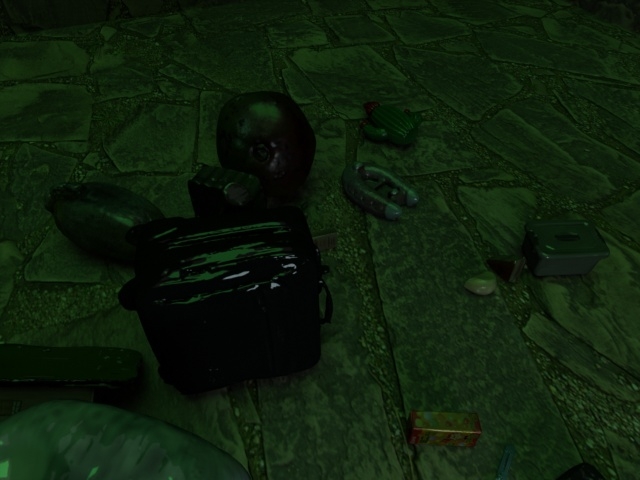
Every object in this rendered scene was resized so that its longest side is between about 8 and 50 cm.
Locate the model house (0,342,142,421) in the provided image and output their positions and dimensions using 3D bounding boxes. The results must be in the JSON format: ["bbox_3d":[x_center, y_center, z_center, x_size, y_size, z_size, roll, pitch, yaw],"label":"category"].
[{"bbox_3d":[-0.483,0.285,0.817,0.294,0.154,0.207,6,0,-17],"label":"model house"}]

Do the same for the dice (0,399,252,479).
[{"bbox_3d":[-0.281,0.420,0.544,0.330,0.328,0.348,10,47,10],"label":"dice"}]

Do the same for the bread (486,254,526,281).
[{"bbox_3d":[0.447,0.066,1.086,0.043,0.109,0.062,-23,94,-16],"label":"bread"}]

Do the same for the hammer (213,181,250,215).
[{"bbox_3d":[-0.208,-0.036,0.953,0.168,0.440,0.044,8,77,-16],"label":"hammer"}]

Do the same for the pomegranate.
[{"bbox_3d":[-0.163,-0.277,1.265,0.291,0.291,0.323,-15,37,-15],"label":"pomegranate"}]

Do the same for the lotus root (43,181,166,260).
[{"bbox_3d":[-0.494,-0.041,1.113,0.349,0.175,0.175,22,50,14],"label":"lotus root"}]

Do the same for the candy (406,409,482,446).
[{"bbox_3d":[0.218,0.334,0.816,0.122,0.062,0.038,2,44,2],"label":"candy"}]

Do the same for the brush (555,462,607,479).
[{"bbox_3d":[0.440,0.456,0.701,0.123,0.059,0.197,-25,51,-20],"label":"brush"}]

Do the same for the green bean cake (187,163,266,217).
[{"bbox_3d":[-0.225,-0.093,1.151,0.181,0.173,0.094,14,48,16],"label":"green bean cake"}]

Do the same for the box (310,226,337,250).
[{"bbox_3d":[0.000,0.000,1.144,0.083,0.053,0.024,-10,46,-12],"label":"box"}]

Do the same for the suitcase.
[{"bbox_3d":[-0.148,0.113,0.833,0.339,0.345,0.188,-10,43,-8],"label":"suitcase"}]

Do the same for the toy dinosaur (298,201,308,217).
[{"bbox_3d":[-0.083,-0.072,1.238,0.120,0.029,0.060,-20,34,-12],"label":"toy dinosaur"}]

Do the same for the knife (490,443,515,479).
[{"bbox_3d":[0.318,0.394,0.794,0.027,0.010,0.096,25,50,21],"label":"knife"}]

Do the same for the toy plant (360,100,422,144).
[{"bbox_3d":[0.213,-0.384,1.497,0.240,0.088,0.154,22,64,29],"label":"toy plant"}]

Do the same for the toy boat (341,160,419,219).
[{"bbox_3d":[0.158,-0.154,1.273,0.227,0.085,0.155,35,56,29],"label":"toy boat"}]

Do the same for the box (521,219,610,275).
[{"bbox_3d":[0.575,0.022,1.100,0.172,0.093,0.124,-1,46,-1],"label":"box"}]

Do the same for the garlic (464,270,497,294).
[{"bbox_3d":[0.379,0.099,1.063,0.083,0.041,0.053,-22,36,-31],"label":"garlic"}]
